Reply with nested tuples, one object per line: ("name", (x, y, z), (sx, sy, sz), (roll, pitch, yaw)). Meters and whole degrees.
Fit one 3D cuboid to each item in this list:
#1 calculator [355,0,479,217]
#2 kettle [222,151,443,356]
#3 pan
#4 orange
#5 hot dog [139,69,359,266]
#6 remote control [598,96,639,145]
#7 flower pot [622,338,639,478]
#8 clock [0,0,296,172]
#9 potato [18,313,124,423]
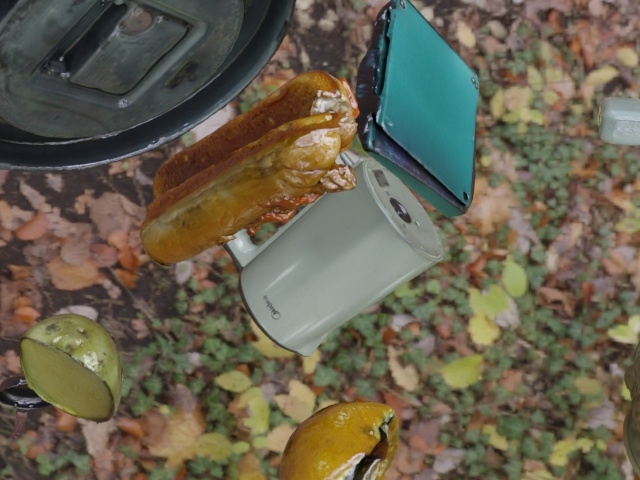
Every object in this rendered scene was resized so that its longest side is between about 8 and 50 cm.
("calculator", (0.145, -0.192, 1.347), (0.248, 0.058, 0.274), (34, 53, -41))
("kettle", (0.000, 0.000, 1.908), (0.361, 0.377, 0.250), (53, 21, 5))
("pan", (-0.602, 0.335, 1.883), (0.115, 0.212, 0.040), (9, 46, -19))
("orange", (0.016, 0.230, 0.940), (0.112, 0.170, 0.160), (25, 66, 2))
("hot dog", (-0.084, -0.074, 1.111), (0.117, 0.349, 0.158), (36, 46, -30))
("remote control", (0.510, -0.144, 1.184), (0.140, 0.296, 0.056), (-52, 146, -66))
("flower pot", (0.543, 0.233, 1.228), (0.307, 0.307, 0.244), (-40, 157, -33))
("clock", (-0.172, -0.173, 0.749), (0.319, 0.319, 0.066), (-7, 60, -42))
("potato", (-0.371, 0.187, 1.446), (0.160, 0.271, 0.111), (22, 57, 3))
